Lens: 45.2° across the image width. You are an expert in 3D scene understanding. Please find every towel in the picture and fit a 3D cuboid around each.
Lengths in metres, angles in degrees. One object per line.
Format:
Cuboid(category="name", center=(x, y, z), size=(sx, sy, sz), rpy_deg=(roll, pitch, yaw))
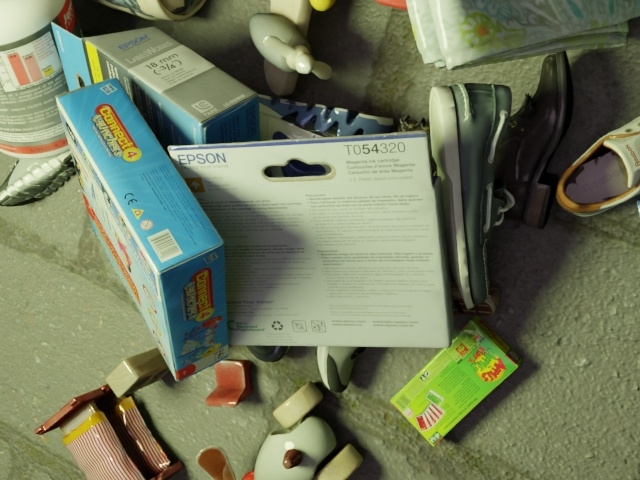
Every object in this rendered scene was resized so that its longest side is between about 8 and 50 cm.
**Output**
Cuboid(category="towel", center=(0.228, -0.398, 0.903), size=(0.090, 0.321, 0.374), rpy_deg=(-2, 103, 62))

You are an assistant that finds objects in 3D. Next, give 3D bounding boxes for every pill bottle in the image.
Cuboid(category="pill bottle", center=(-0.477, -0.315, 1.184), size=(0.210, 0.210, 0.363), rpy_deg=(28, 150, 19))

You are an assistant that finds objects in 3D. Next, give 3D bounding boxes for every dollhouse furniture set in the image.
Cuboid(category="dollhouse furniture set", center=(-0.276, 0.285, 1.288), size=(0.374, 0.152, 0.201), rpy_deg=(-41, 79, 22))

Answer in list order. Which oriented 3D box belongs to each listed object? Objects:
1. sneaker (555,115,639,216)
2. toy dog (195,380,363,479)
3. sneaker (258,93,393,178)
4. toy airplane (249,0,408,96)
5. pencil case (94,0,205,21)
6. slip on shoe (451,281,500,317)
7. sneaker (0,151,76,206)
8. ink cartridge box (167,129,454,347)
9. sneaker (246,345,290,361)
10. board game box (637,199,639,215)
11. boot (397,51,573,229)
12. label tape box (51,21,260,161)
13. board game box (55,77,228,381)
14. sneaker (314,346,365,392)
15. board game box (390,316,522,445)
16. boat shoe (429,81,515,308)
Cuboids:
Cuboid(category="sneaker", center=(0.428, -0.115, 0.951), size=(0.290, 0.123, 0.106), rpy_deg=(-36, 79, 22))
Cuboid(category="toy dog", center=(-0.088, 0.382, 1.211), size=(0.220, 0.161, 0.333), rpy_deg=(33, 108, 18))
Cuboid(category="sneaker", center=(-0.058, -0.123, 1.161), size=(0.316, 0.127, 0.182), rpy_deg=(13, 99, 21))
Cuboid(category="toy airplane", center=(-0.016, -0.420, 1.027), size=(0.384, 0.272, 0.386), rpy_deg=(-15, 104, 44))
Cuboid(category="pencil case", center=(-0.356, -0.476, 1.230), size=(0.410, 0.160, 0.183), rpy_deg=(22, 62, 18))
Cuboid(category="slip on shoe", center=(0.196, 0.080, 1.120), size=(0.135, 0.041, 0.051), rpy_deg=(2, 132, 39))
Cuboid(category="sneaker", center=(-0.509, -0.163, 1.389), size=(0.229, 0.086, 0.132), rpy_deg=(-30, 78, 14))
Cuboid(category="ink cartridge box", center=(0.000, 0.000, 1.003), size=(0.324, 0.071, 0.330), rpy_deg=(-1, 123, 15))
Cuboid(category="sneaker", center=(-0.149, 0.066, 1.225), size=(0.111, 0.121, 0.300), rpy_deg=(-36, 81, 24))
Cuboid(category="board game box", center=(0.524, 0.008, 0.966), size=(0.212, 0.039, 0.160), rpy_deg=(-10, 92, 24))
Cuboid(category="boot", center=(0.216, -0.142, 1.058), size=(0.229, 0.091, 0.262), rpy_deg=(13, 103, 21))
Cuboid(category="label tape box", center=(-0.234, -0.176, 1.134), size=(0.334, 0.106, 0.240), rpy_deg=(36, 146, 27))
Cuboid(category="board game box", center=(-0.235, -0.007, 1.048), size=(0.308, 0.086, 0.302), rpy_deg=(54, 157, 26))
Cuboid(category="sneaker", center=(0.066, 0.109, 1.150), size=(0.108, 0.100, 0.271), rpy_deg=(20, 104, 15))
Cuboid(category="board game box", center=(0.198, 0.206, 1.130), size=(0.092, 0.043, 0.181), rpy_deg=(45, 111, 13))
Cuboid(category="boat shoe", center=(0.205, -0.050, 0.985), size=(0.099, 0.116, 0.319), rpy_deg=(-11, 119, 0))
